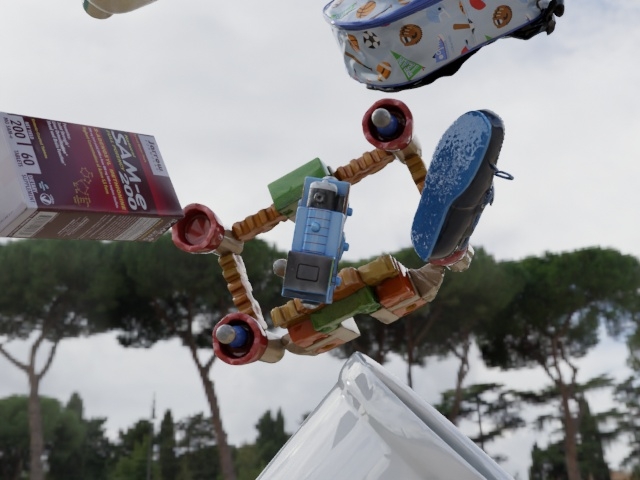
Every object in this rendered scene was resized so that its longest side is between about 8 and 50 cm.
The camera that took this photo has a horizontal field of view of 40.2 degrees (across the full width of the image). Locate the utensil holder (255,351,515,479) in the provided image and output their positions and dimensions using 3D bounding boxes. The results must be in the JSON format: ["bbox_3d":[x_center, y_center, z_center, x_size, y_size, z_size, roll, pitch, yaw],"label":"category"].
[{"bbox_3d":[0.040,0.374,0.968,0.385,0.327,0.327,-50,-35,1],"label":"utensil holder"}]

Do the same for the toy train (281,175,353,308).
[{"bbox_3d":[-0.002,0.001,1.177,0.080,0.184,0.105,10,-3,6],"label":"toy train"}]

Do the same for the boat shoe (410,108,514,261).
[{"bbox_3d":[0.200,-0.081,1.219,0.089,0.109,0.258,-5,-37,-24],"label":"boat shoe"}]

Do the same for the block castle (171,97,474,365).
[{"bbox_3d":[0.000,0.000,1.435,0.453,0.303,0.213,-27,-20,12],"label":"block castle"}]

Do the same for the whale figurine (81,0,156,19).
[{"bbox_3d":[-0.215,-0.359,1.024,0.216,0.141,0.272,-44,4,11],"label":"whale figurine"}]

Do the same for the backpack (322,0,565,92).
[{"bbox_3d":[0.139,-0.322,1.185,0.263,0.276,0.213,-38,-67,-10],"label":"backpack"}]

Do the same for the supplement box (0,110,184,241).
[{"bbox_3d":[-0.290,-0.071,1.063,0.073,0.130,0.239,-33,-19,30],"label":"supplement box"}]
